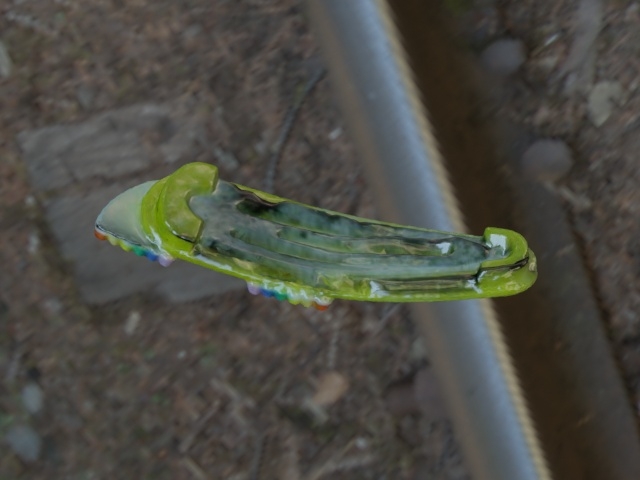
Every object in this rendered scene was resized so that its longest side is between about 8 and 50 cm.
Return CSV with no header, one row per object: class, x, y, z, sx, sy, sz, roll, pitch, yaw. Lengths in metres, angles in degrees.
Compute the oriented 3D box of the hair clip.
hair clip,0.000,0.000,0.855,0.188,0.060,0.033,10,130,4
